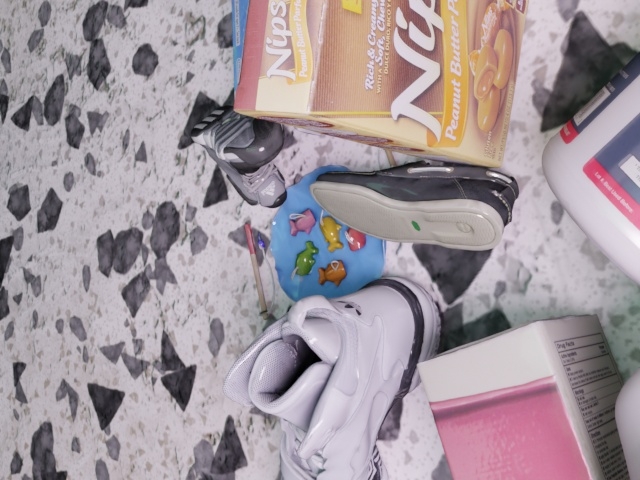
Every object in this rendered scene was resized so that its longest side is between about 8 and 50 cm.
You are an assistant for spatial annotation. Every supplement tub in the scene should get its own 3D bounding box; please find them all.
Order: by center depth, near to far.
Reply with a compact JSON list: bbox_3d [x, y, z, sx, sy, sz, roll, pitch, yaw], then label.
[{"bbox_3d":[0.319,-0.092,0.500,0.272,0.191,0.191,-48,61,27],"label":"supplement tub"}]

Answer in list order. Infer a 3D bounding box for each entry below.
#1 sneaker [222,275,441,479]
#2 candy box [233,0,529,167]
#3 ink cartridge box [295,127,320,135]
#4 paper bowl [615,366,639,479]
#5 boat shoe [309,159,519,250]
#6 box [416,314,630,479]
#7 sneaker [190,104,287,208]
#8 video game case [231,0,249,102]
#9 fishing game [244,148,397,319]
[{"bbox_3d":[-0.013,0.208,0.735,0.137,0.210,0.366,29,106,36],"label":"sneaker"},{"bbox_3d":[0.073,-0.176,0.621,0.087,0.316,0.183,11,95,39],"label":"candy box"},{"bbox_3d":[0.010,-0.231,0.768,0.097,0.046,0.207,46,115,28],"label":"ink cartridge box"},{"bbox_3d":[0.310,0.110,0.437,0.284,0.284,0.148,-48,57,26],"label":"paper bowl"},{"bbox_3d":[0.095,-0.047,0.746,0.233,0.084,0.079,9,56,34],"label":"boat shoe"},{"bbox_3d":[0.203,0.194,0.604,0.126,0.148,0.233,-28,70,35],"label":"box"},{"bbox_3d":[-0.070,-0.091,0.825,0.086,0.132,0.228,-39,25,-9],"label":"sneaker"},{"bbox_3d":[-0.006,-0.299,0.854,0.244,0.061,0.270,-7,83,37],"label":"video game case"},{"bbox_3d":[0.000,0.000,0.847,0.264,0.041,0.189,-25,70,35],"label":"fishing game"}]
